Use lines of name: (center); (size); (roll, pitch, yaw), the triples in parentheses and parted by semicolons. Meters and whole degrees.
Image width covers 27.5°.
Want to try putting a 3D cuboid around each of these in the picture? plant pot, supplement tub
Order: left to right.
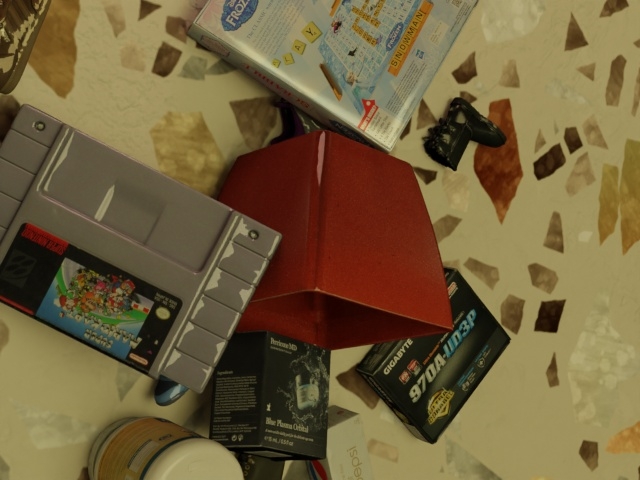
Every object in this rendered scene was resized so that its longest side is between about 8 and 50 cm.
supplement tub: (-0.205, 0.309, 1.696); (0.144, 0.200, 0.144); (-5, 99, -34)
plant pot: (0.000, 0.000, 1.763); (0.267, 0.267, 0.235); (18, 69, -41)

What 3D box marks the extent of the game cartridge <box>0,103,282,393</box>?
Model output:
game cartridge: (-0.253, 0.014, 1.590); (0.355, 0.068, 0.230); (27, 82, -2)

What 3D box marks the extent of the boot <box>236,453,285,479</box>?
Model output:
boot: (-0.132, 0.346, 1.836); (0.198, 0.077, 0.137); (15, 81, -46)

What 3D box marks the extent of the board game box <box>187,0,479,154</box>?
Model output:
board game box: (0.033, -0.328, 1.798); (0.318, 0.066, 0.318); (33, 76, -9)

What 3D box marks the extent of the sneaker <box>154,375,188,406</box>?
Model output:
sneaker: (-0.192, 0.157, 1.777); (0.059, 0.053, 0.144); (43, 63, -34)

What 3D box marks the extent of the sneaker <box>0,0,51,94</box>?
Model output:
sneaker: (-0.379, -0.276, 1.592); (0.071, 0.066, 0.188); (20, 84, -33)

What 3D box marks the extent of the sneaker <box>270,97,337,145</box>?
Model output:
sneaker: (-0.007, -0.212, 1.845); (0.098, 0.083, 0.223); (17, 87, -29)

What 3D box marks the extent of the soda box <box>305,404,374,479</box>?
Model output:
soda box: (0.034, 0.360, 1.943); (0.074, 0.069, 0.216); (-21, 107, -30)

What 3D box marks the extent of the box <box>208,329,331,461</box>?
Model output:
box: (-0.067, 0.216, 1.797); (0.156, 0.093, 0.158); (23, 65, -52)

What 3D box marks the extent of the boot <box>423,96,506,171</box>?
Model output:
boot: (0.223, -0.152, 2.027); (0.121, 0.045, 0.099); (37, 72, -24)

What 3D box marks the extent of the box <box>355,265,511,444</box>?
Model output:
box: (0.179, 0.177, 2.031); (0.220, 0.051, 0.175); (-50, 119, -19)
